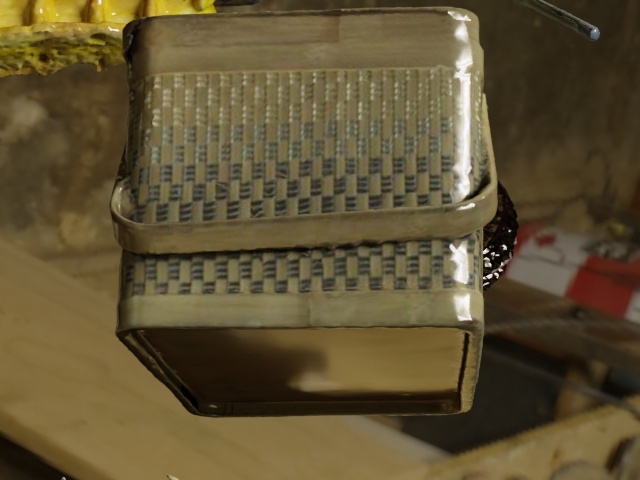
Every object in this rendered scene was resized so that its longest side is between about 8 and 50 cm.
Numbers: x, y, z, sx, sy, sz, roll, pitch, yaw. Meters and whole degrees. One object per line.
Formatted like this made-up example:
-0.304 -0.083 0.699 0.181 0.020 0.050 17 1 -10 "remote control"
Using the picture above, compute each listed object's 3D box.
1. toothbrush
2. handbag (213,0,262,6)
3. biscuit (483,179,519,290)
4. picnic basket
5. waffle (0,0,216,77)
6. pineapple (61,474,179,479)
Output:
0.217 -0.251 1.676 0.019 0.219 0.016 -13 122 -28 "toothbrush"
-0.141 -0.355 1.661 0.193 0.251 0.190 -66 152 -48 "handbag"
0.093 -0.021 1.490 0.194 0.194 0.053 -35 152 -41 "biscuit"
0.000 0.000 0.778 0.266 0.165 0.139 73 16 -74 "picnic basket"
-0.164 -0.191 1.112 0.055 0.211 0.160 101 -17 -57 "waffle"
-0.196 0.298 1.330 0.344 0.286 0.209 -18 86 -18 "pineapple"
